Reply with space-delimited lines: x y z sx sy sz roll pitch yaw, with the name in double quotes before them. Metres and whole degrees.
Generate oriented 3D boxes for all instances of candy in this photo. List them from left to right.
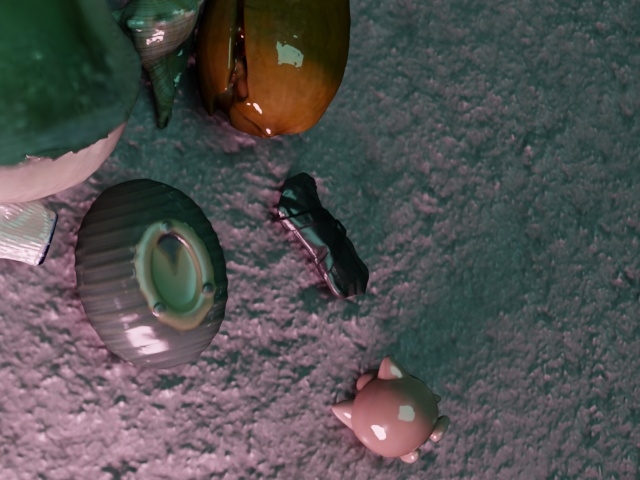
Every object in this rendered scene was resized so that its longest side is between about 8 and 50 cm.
"candy" -0.400 -0.223 1.726 0.427 0.186 0.386 -40 112 -56

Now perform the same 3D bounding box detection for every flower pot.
"flower pot" -0.213 0.042 1.868 0.189 0.157 0.243 -18 96 -30

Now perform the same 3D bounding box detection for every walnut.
"walnut" -0.056 -0.296 1.961 0.209 0.209 0.336 19 76 -26

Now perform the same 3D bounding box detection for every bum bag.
"bum bag" 0.000 0.000 2.052 0.198 0.049 0.087 56 40 -12

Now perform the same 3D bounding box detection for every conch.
"conch" -0.213 -0.283 1.918 0.114 0.234 0.137 23 52 7

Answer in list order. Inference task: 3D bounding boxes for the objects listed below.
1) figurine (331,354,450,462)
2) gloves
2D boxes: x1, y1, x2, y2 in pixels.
"figurine" 0.102 0.239 2.050 0.138 0.125 0.125 42 67 -6
"gloves" -0.430 -0.033 1.791 0.229 0.097 0.119 22 79 -33
